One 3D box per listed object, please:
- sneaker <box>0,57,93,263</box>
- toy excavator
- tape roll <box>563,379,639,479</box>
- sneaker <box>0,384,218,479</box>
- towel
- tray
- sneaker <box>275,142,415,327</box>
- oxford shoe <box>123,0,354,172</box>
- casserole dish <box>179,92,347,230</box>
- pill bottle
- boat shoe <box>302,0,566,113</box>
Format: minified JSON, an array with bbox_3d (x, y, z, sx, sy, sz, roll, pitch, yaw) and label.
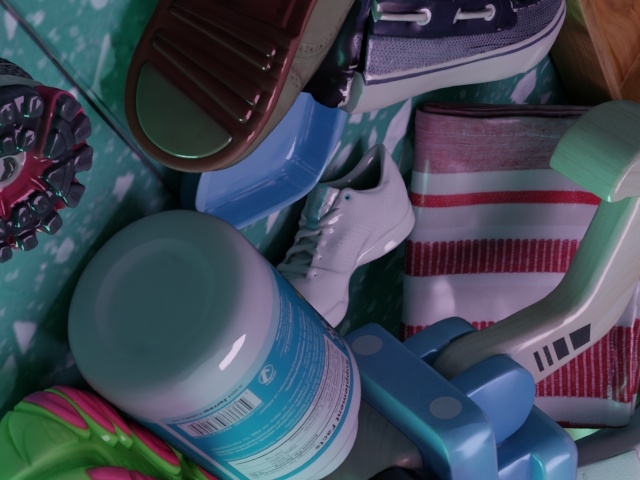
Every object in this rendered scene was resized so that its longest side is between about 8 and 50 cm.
[{"bbox_3d":[-0.261,-0.013,0.839,0.299,0.112,0.121,-23,132,-36],"label":"sneaker"},{"bbox_3d":[0.147,0.132,1.506,0.445,0.222,0.433,-28,131,-26],"label":"toy excavator"},{"bbox_3d":[0.252,0.216,1.790,0.392,0.392,0.072,-29,103,-50],"label":"tape roll"},{"bbox_3d":[-0.159,0.246,1.276,0.202,0.185,0.483,-42,151,0],"label":"sneaker"},{"bbox_3d":[0.194,0.032,1.591,0.037,0.237,0.329,-106,-162,-66],"label":"towel"},{"bbox_3d":[0.315,-0.251,1.745,0.203,0.076,0.411,-58,157,-7],"label":"tray"},{"bbox_3d":[0.000,0.000,1.413,0.212,0.080,0.094,-50,141,-37],"label":"sneaker"},{"bbox_3d":[-0.015,-0.203,1.125,0.348,0.123,0.130,-57,173,3],"label":"oxford shoe"},{"bbox_3d":[-0.045,-0.071,1.273,0.188,0.037,0.114,-29,140,-52],"label":"casserole dish"},{"bbox_3d":[-0.062,0.094,1.244,0.146,0.146,0.264,-57,147,-10],"label":"pill bottle"},{"bbox_3d":[0.106,-0.210,1.304,0.340,0.127,0.158,-28,148,-50],"label":"boat shoe"}]
